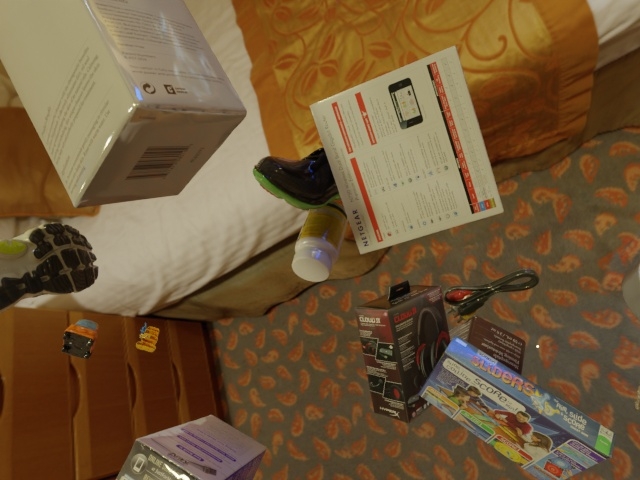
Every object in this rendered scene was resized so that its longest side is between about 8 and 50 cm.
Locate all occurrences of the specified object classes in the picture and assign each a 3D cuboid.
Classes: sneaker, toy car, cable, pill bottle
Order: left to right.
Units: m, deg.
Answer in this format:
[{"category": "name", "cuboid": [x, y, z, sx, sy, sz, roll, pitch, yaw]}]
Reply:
[{"category": "sneaker", "cuboid": [-0.417, 0.040, 0.535, 0.110, 0.275, 0.106, -15, 92, 12]}, {"category": "toy car", "cuboid": [-0.261, 0.126, 0.506, 0.122, 0.060, 0.040, 8, 41, -4]}, {"category": "pill bottle", "cuboid": [0.000, 0.000, 1.076, 0.119, 0.119, 0.208, -6, 44, 27]}, {"category": "sneaker", "cuboid": [0.046, -0.204, 1.041, 0.185, 0.483, 0.202, 47, 135, 40]}, {"category": "cable", "cuboid": [0.480, 0.142, 1.180, 0.287, 0.072, 0.139, -39, 104, 25]}]

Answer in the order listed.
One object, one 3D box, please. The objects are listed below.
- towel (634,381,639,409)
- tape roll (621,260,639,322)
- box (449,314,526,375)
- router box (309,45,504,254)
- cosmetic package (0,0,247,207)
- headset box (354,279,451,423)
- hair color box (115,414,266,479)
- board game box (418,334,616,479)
[{"category": "towel", "cuboid": [1.054, 0.391, 1.189, 0.187, 0.049, 0.281, -2, 102, -2]}, {"category": "tape roll", "cuboid": [0.841, 0.131, 0.934, 0.220, 0.072, 0.219, 0, 53, 0]}, {"category": "box", "cuboid": [0.451, 0.359, 1.144, 0.169, 0.167, 0.203, 27, 57, 2]}, {"category": "router box", "cuboid": [0.175, -0.174, 0.835, 0.302, 0.082, 0.335, -17, 98, 15]}, {"category": "cosmetic package", "cuboid": [-0.276, -0.248, 0.490, 0.197, 0.155, 0.365, -33, 82, 37]}, {"category": "headset box", "cuboid": [0.211, 0.247, 0.978, 0.110, 0.218, 0.292, -8, 93, 49]}, {"category": "hair color box", "cuboid": [-0.268, 0.504, 0.898, 0.185, 0.339, 0.110, 22, 78, 16]}, {"category": "board game box", "cuboid": [0.242, 0.227, 0.530, 0.201, 0.136, 0.035, 32, 51, 21]}]
